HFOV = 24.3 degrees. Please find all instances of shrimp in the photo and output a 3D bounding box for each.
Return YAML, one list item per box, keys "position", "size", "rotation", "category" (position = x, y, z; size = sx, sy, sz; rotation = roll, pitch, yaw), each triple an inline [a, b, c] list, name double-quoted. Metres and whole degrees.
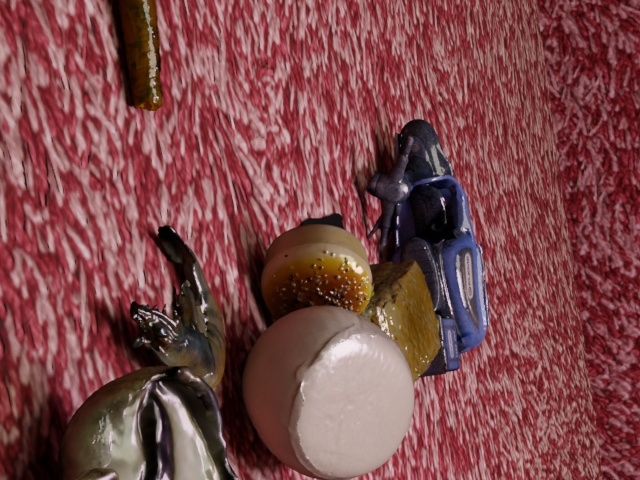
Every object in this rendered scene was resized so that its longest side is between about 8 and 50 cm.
- position: [-0.135, 0.062, 1.408]
  size: [0.217, 0.051, 0.150]
  rotation: [46, 36, -68]
  category: "shrimp"

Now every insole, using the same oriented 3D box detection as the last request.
- position: [0.000, 0.000, 1.835]
  size: [0.188, 0.004, 0.064]
  rotation: [-27, 108, -68]
  category: "insole"

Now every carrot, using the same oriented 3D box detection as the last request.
- position: [-0.174, -0.208, 1.417]
  size: [0.042, 0.042, 0.171]
  rotation: [-9, 92, -69]
  category: "carrot"

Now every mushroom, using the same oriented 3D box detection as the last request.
- position: [-0.167, 0.255, 1.135]
  size: [0.247, 0.130, 0.344]
  rotation: [56, 30, -45]
  category: "mushroom"

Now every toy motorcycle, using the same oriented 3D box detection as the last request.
- position: [0.143, 0.005, 2.042]
  size: [0.212, 0.125, 0.358]
  rotation: [4, 77, -67]
  category: "toy motorcycle"

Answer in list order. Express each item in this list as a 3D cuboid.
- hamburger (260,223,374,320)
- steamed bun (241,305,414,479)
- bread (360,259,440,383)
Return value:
- position: [-0.003, 0.049, 1.647]
  size: [0.141, 0.126, 0.081]
  rotation: [91, -3, -51]
  category: "hamburger"
- position: [0.001, 0.159, 1.585]
  size: [0.228, 0.131, 0.177]
  rotation: [35, 80, -50]
  category: "steamed bun"
- position: [0.074, 0.111, 1.853]
  size: [0.196, 0.102, 0.138]
  rotation: [-37, 114, -65]
  category: "bread"
